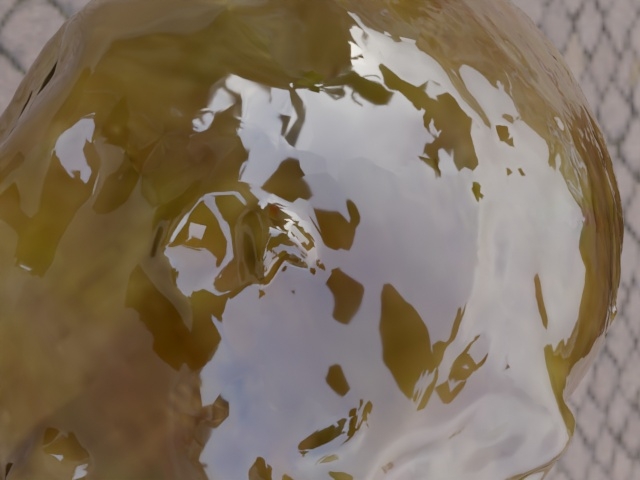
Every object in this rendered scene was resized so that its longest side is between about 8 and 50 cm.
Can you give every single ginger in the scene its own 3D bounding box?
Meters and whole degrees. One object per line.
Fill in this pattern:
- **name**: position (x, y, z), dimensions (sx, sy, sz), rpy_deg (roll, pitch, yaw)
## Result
- **ginger**: position (-0.002, -0.003, 0.504), dimensions (0.200, 0.223, 0.269), rpy_deg (44, 74, -4)
